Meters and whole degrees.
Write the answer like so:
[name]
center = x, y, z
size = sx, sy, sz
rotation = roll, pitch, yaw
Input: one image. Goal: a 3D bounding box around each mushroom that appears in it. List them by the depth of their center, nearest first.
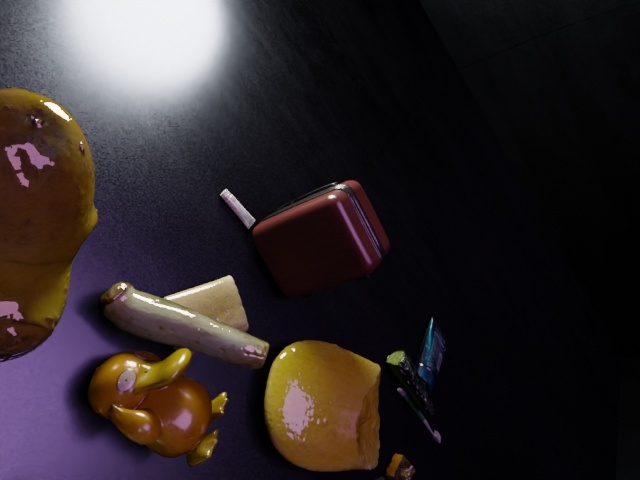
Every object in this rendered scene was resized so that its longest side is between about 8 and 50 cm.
[mushroom]
center = -0.265, 0.170, 0.979
size = 0.334, 0.107, 0.087
rotation = 22, 76, -7

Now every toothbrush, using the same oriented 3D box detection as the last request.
[toothbrush]
center = 0.312, 0.548, 1.589
size = 0.257, 0.018, 0.024
rotation = 52, 43, -20

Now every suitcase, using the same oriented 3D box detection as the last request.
[suitcase]
center = 0.000, 0.000, 1.257
size = 0.236, 0.297, 0.161
rotation = 62, 35, -10

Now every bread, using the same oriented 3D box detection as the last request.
[bread]
center = -0.254, 0.164, 1.109
size = 0.178, 0.060, 0.139
rotation = -15, 86, -47

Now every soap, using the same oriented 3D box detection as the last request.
[soap]
center = 0.034, 0.417, 1.278
size = 0.427, 0.115, 0.305
rotation = 24, 63, -39

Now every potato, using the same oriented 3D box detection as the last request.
[potato]
center = -0.486, -0.031, 0.776
size = 0.290, 0.296, 0.396
rotation = 16, 64, -40

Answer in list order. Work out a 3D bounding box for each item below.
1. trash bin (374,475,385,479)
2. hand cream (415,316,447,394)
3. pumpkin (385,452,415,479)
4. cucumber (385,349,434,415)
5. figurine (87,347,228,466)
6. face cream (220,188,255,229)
[trash bin]
center = 0.080, 0.672, 1.145
size = 0.241, 0.122, 0.164
rotation = -28, 97, -9
[hand cream]
center = 0.370, 0.382, 1.683
size = 0.120, 0.061, 0.270
rotation = 57, 40, -18
[pumpkin]
center = 0.232, 0.662, 1.442
size = 0.083, 0.054, 0.074
rotation = 54, 50, -24
[cucumber]
center = 0.286, 0.432, 1.548
size = 0.062, 0.078, 0.211
rotation = -40, 104, -16
[figurine]
center = -0.299, 0.301, 0.937
size = 0.215, 0.215, 0.228
rotation = -46, 121, -44
[face cream]
center = -0.206, -0.079, 1.271
size = 0.115, 0.020, 0.038
rotation = 50, 46, -23
